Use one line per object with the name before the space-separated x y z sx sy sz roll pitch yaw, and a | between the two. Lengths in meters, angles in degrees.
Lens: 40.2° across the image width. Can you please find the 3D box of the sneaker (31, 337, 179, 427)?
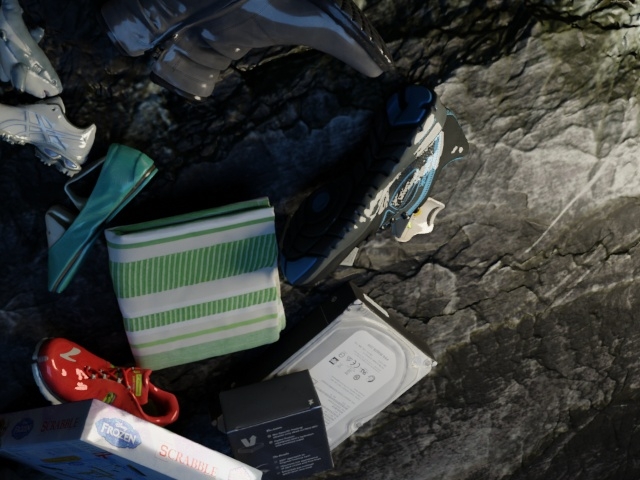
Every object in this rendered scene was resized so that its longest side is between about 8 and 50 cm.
sneaker | -0.322 0.217 1.350 0.118 0.107 0.279 -20 141 23

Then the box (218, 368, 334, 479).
box | -0.072 0.312 1.434 0.156 0.093 0.158 -14 128 -6

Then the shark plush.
shark plush | -0.367 -0.252 1.072 0.067 0.073 0.161 -20 108 -27

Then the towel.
towel | -0.177 0.074 1.305 0.248 0.038 0.325 -12 141 -10

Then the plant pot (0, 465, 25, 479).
plant pot | -0.638 0.413 1.299 0.323 0.323 0.280 -36 111 9

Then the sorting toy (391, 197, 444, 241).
sorting toy | 0.156 -0.040 1.372 0.075 0.045 0.083 9 121 -31

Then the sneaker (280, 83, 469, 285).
sneaker | 0.083 -0.055 1.264 0.341 0.125 0.139 -48 131 7

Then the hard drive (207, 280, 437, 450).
hard drive | 0.004 0.248 1.511 0.339 0.064 0.237 -40 125 13

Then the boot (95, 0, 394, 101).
boot | -0.091 -0.260 1.110 0.338 0.118 0.223 33 113 -21

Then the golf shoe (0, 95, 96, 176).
golf shoe | -0.372 -0.157 1.123 0.176 0.069 0.086 30 91 -35

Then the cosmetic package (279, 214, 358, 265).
cosmetic package | 0.000 0.000 1.349 0.115 0.041 0.060 8 121 -22

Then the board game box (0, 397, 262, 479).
board game box | -0.312 0.345 1.369 0.318 0.066 0.318 -16 140 44

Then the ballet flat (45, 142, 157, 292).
ballet flat | -0.326 -0.039 1.209 0.087 0.083 0.247 39 108 -9
